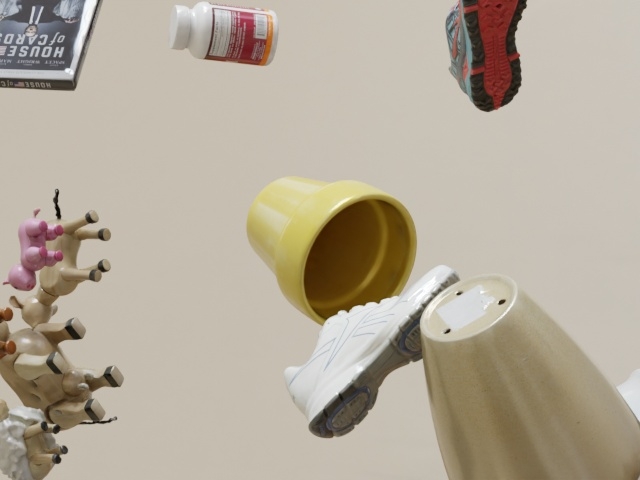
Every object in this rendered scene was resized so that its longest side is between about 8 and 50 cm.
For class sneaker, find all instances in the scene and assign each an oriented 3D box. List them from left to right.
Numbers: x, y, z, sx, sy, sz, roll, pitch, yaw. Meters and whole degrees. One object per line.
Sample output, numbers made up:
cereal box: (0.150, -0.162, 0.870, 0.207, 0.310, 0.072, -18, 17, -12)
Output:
sneaker: (0.068, 0.132, 1.979, 0.297, 0.129, 0.111, -42, -38, -6)
sneaker: (0.209, -0.309, 1.979, 0.125, 0.104, 0.261, 48, 147, 45)

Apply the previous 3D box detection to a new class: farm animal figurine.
farm animal figurine: (-0.408, 0.136, 2.026, 0.330, 0.172, 0.326, -45, -63, -54)

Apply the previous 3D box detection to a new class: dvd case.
dvd case: (-0.429, -0.321, 2.166, 0.029, 0.179, 0.238, 83, -167, -51)

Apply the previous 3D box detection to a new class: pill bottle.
pill bottle: (-0.144, -0.307, 2.127, 0.086, 0.152, 0.086, -175, 90, -73)

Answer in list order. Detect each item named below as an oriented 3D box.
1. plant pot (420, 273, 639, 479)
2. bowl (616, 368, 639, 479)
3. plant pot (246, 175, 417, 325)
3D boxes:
plant pot: (0.233, 0.185, 1.774, 0.274, 0.256, 0.256, 60, -149, -27)
bowl: (0.434, 0.338, 2.018, 0.298, 0.134, 0.297, 164, 90, -88)
plant pot: (0.000, 0.000, 2.535, 0.254, 0.239, 0.254, -16, -62, -32)
